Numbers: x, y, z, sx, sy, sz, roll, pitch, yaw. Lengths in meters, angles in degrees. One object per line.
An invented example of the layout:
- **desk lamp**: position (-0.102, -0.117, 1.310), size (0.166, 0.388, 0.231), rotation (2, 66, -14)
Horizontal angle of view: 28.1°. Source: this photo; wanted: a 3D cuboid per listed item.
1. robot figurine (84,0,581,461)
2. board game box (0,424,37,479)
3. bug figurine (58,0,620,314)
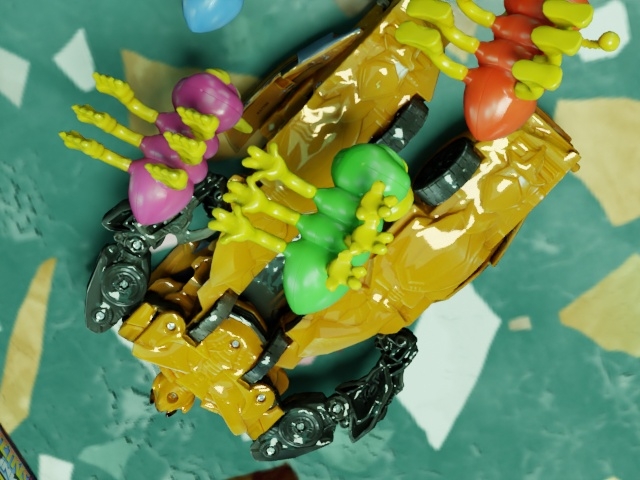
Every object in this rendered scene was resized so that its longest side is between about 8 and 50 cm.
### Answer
- **robot figurine**: position (0.000, 0.000, 0.762), size (0.211, 0.085, 0.291), rotation (41, 107, -15)
- **board game box**: position (-0.277, 0.193, 0.872), size (0.170, 0.048, 0.141), rotation (-23, 109, 11)
- **bug figurine**: position (-0.003, -0.081, 0.641), size (0.216, 0.279, 0.072), rotation (-58, 145, -9)
